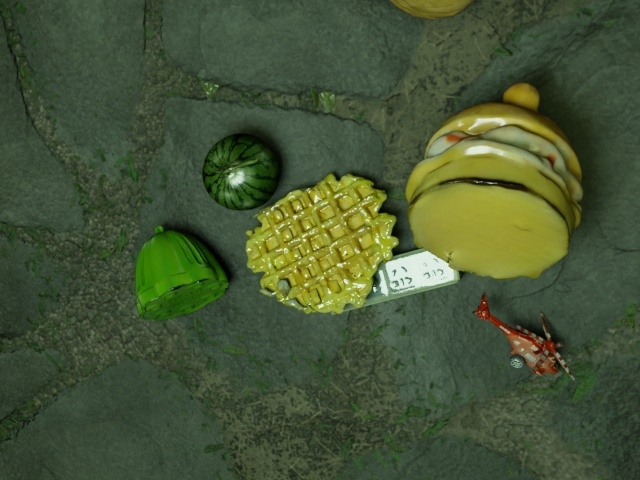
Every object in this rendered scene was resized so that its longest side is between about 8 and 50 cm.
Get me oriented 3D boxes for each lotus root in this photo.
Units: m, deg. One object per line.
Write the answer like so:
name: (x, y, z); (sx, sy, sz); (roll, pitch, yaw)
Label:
lotus root: (-0.287, 0.044, 1.305); (0.186, 0.186, 0.186); (3, 101, 16)

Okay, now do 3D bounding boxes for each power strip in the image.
power strip: (0.133, 0.066, 1.226); (0.272, 0.052, 0.078); (-16, 91, 19)

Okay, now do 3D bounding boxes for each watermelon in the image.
watermelon: (-0.147, -0.124, 1.207); (0.140, 0.187, 0.141); (0, 91, 12)

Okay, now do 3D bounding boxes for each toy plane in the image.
toy plane: (0.335, 0.174, 1.150); (0.194, 0.126, 0.077); (19, 142, -24)

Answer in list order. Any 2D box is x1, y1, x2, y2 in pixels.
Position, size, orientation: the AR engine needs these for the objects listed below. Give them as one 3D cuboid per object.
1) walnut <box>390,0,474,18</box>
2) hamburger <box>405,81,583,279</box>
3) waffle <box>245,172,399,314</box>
walnut: (0.170, -0.458, 1.055); (0.221, 0.195, 0.195); (43, 109, 13)
hamburger: (0.275, -0.095, 1.060); (0.276, 0.276, 0.237); (9, 59, 15)
waffle: (0.001, 0.001, 1.224); (0.280, 0.060, 0.262); (20, 87, 22)
